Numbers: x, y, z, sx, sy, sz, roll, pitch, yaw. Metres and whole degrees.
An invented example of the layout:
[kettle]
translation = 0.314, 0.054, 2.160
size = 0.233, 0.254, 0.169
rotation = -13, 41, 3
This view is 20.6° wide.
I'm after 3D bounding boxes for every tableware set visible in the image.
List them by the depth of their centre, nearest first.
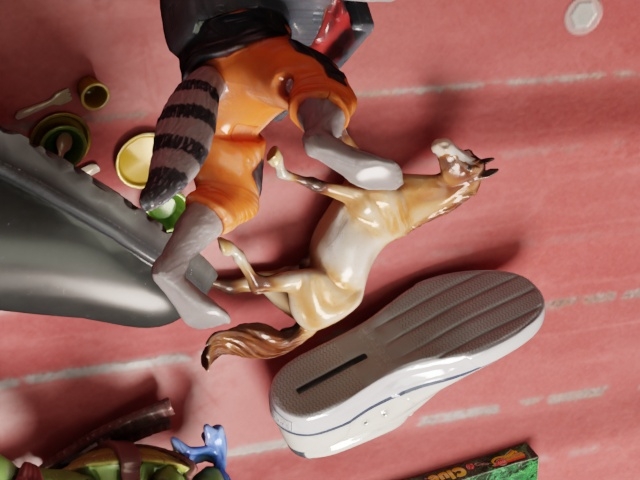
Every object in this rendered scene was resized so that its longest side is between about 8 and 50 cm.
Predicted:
[tableware set]
translation = -0.159, -0.055, 1.335
size = 0.104, 0.024, 0.154
rotation = -26, 126, -11

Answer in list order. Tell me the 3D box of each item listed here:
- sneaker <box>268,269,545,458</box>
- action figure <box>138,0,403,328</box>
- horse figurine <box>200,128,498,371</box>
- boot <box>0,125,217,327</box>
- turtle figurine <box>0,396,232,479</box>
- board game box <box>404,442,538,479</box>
[sneaker]
translation = 0.074, 0.105, 1.521
size = 0.258, 0.094, 0.091
rotation = -22, 147, -11
[action figure]
translation = -0.032, -0.156, 1.158
size = 0.178, 0.330, 0.341
rotation = 10, 142, -24
[horse figurine]
translation = 0.000, 0.000, 1.424
size = 0.174, 0.066, 0.263
rotation = 28, 101, -30
[boot]
translation = -0.326, 0.119, 1.187
size = 0.367, 0.146, 0.445
rotation = 31, 81, -18
[turtle figurine]
translation = -0.193, 0.259, 1.386
size = 0.266, 0.198, 0.274
rotation = 13, 96, -23
[board game box]
translation = 0.085, 0.284, 1.658
size = 0.260, 0.030, 0.136
rotation = -14, 122, -19
